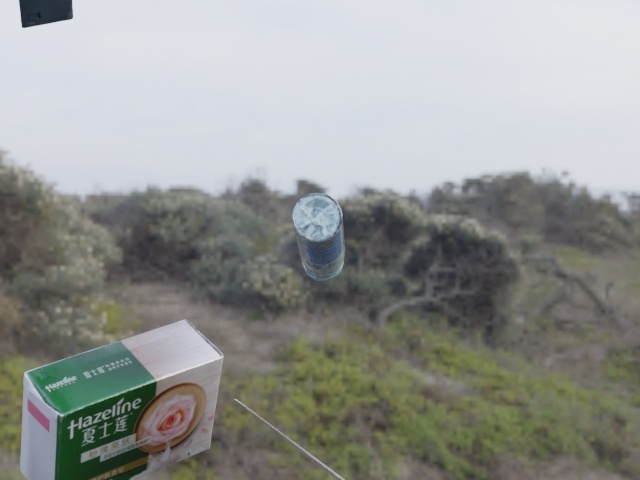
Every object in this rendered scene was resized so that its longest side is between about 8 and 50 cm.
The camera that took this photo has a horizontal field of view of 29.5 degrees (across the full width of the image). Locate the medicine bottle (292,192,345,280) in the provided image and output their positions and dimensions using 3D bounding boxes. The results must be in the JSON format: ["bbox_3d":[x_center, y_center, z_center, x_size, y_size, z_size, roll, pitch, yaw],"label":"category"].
[{"bbox_3d":[0.000,0.000,1.261,0.051,0.051,0.191,1,-15,2],"label":"medicine bottle"}]

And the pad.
[{"bbox_3d":[0.038,0.230,1.093,0.266,0.002,0.176,29,-12,42],"label":"pad"}]

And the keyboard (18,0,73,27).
[{"bbox_3d":[-0.274,-0.277,1.196,0.055,0.014,0.176,-12,-30,-16],"label":"keyboard"}]

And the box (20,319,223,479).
[{"bbox_3d":[-0.205,0.178,1.254,0.199,0.135,0.081,-20,44,-38],"label":"box"}]
